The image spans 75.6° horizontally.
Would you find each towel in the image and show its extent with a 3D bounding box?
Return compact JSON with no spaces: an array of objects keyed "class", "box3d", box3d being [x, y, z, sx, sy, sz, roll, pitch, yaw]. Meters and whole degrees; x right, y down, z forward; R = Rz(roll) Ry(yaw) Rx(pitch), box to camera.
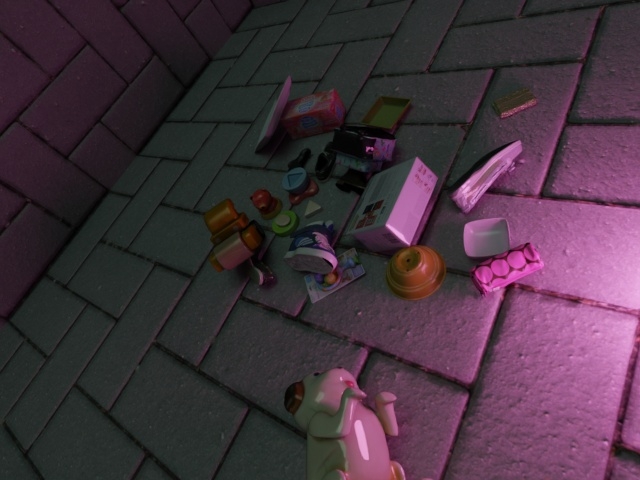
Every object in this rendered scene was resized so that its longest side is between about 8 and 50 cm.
[{"class":"towel","box3d":[0.766,-0.546,1.634,0.147,0.027,0.110,-22,48,18]}]

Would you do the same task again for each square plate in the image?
[{"class":"square plate","box3d":[-0.247,-0.648,2.172,0.348,0.049,0.344,-70,16,-8]}]

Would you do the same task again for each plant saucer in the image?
[{"class":"plant saucer","box3d":[0.310,-0.590,1.934,0.188,0.045,0.188,24,72,41]}]

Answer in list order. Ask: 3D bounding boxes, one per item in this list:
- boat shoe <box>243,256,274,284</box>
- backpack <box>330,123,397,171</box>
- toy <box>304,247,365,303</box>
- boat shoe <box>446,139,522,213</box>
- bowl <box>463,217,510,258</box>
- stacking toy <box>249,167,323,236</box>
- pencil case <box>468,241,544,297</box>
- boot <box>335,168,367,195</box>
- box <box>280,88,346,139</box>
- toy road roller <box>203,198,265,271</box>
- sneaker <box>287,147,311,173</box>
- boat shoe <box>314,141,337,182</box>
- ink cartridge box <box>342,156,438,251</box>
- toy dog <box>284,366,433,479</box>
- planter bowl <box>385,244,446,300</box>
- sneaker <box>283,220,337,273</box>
[{"class":"boat shoe","box3d":[-0.267,0.123,1.753,0.068,0.081,0.227,-4,24,-28]},{"class":"backpack","box3d":[0.192,-0.391,1.739,0.225,0.191,0.253,25,31,33]},{"class":"toy","box3d":[0.041,0.122,1.570,0.237,0.056,0.137,-29,46,10]},{"class":"boat shoe","box3d":[0.596,-0.233,1.468,0.320,0.103,0.118,-41,7,-6]},{"class":"bowl","box3d":[0.545,0.001,1.350,0.141,0.053,0.142,-7,54,26]},{"class":"stacking toy","box3d":[-0.157,-0.185,1.866,0.308,0.130,0.280,-34,46,6]},{"class":"pencil case","box3d":[0.564,0.089,1.249,0.209,0.095,0.098,-30,30,8]},{"class":"boot","box3d":[0.167,-0.254,1.751,0.219,0.082,0.106,22,73,42]},{"class":"box","box3d":[-0.039,-0.643,2.113,0.299,0.154,0.142,-5,55,28]},{"class":"toy road roller","box3d":[-0.393,-0.036,1.773,0.202,0.241,0.329,-34,15,6]},{"class":"sneaker","box3d":[-0.102,-0.374,2.028,0.170,0.051,0.089,-39,46,8]},{"class":"boat shoe","box3d":[0.028,-0.384,1.935,0.083,0.079,0.233,-2,55,32]},{"class":"ink cartridge box","box3d":[0.253,-0.123,1.535,0.271,0.130,0.310,-13,45,59]},{"class":"toy dog","box3d":[0.063,0.547,1.136,0.396,0.284,0.408,-60,38,33]},{"class":"planter bowl","box3d":[0.309,0.087,1.407,0.216,0.090,0.218,-16,51,21]},{"class":"sneaker","box3d":[0.000,0.000,1.585,0.236,0.130,0.322,-55,23,-22]}]
